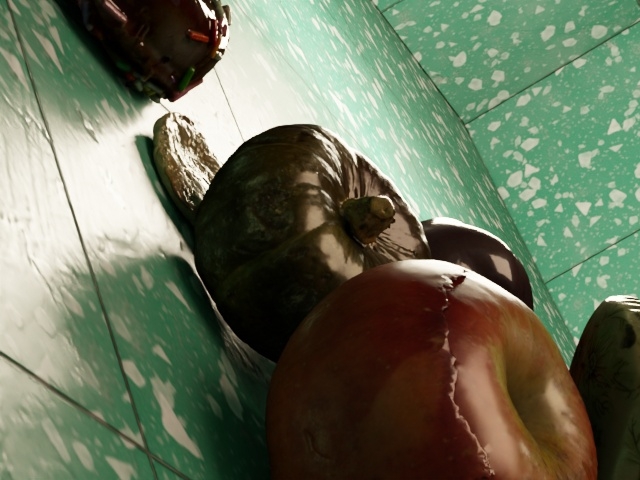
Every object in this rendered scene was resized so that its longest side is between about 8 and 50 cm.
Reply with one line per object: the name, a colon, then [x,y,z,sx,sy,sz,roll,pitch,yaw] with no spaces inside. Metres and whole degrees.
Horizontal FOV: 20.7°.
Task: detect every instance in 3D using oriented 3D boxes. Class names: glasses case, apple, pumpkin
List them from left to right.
pumpkin: [0.000,0.000,1.418,0.219,0.162,0.219,31,41,-31]
apple: [0.071,0.144,1.251,0.251,0.206,0.272,45,32,-41]
glasses case: [0.217,0.251,1.394,0.156,0.098,0.425,-93,-168,-72]

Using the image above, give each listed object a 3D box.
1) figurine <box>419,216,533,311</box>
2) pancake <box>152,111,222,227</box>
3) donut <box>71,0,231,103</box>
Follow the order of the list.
figurine: [0.100,0.156,1.592,0.218,0.206,0.365,31,52,-72]
pancake: [-0.102,-0.044,1.510,0.151,0.025,0.151,58,12,-21]
donut: [-0.169,-0.250,1.557,0.270,0.103,0.270,57,9,-14]
